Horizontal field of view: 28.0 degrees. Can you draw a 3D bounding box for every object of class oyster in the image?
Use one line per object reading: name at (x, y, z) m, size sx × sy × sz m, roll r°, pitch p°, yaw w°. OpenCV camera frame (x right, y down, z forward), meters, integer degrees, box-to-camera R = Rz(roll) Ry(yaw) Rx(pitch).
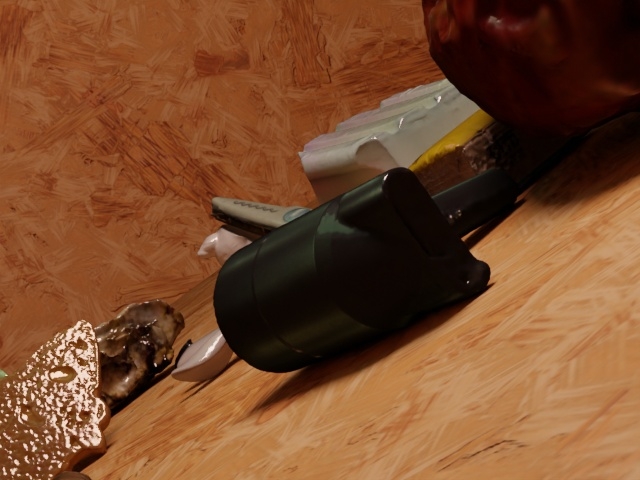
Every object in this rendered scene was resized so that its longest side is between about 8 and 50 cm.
oyster at (-0.347, 0.232, 1.726) m, size 0.396 × 0.111 × 0.204 m, roll -33°, pitch -21°, yaw -25°

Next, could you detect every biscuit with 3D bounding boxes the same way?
biscuit at (-0.309, 0.196, 1.440) m, size 0.035 × 0.163 × 0.250 m, roll 94°, pitch -166°, yaw -56°

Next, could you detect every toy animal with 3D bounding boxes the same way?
toy animal at (-0.094, 0.073, 1.426) m, size 0.127 × 0.181 × 0.131 m, roll 6°, pitch 11°, yaw 2°

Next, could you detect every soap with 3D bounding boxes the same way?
soap at (0.092, -0.105, 1.585) m, size 0.208 × 0.115 × 0.347 m, roll -32°, pitch 9°, yaw -17°

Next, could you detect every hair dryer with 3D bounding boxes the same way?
hair dryer at (0.087, -0.011, 1.045) m, size 0.302 × 0.116 × 0.244 m, roll -29°, pitch 3°, yaw -37°

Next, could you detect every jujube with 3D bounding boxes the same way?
jujube at (0.220, -0.220, 1.085) m, size 0.276 × 0.276 × 0.377 m, roll -35°, pitch 9°, yaw 4°

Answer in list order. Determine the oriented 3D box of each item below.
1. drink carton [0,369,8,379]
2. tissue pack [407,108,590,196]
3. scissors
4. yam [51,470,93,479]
drink carton at (-0.386, 0.254, 1.528) m, size 0.142 × 0.144 × 0.146 m, roll -47°, pitch 7°, yaw -20°
tissue pack at (0.176, -0.092, 1.271) m, size 0.169 × 0.082 × 0.120 m, roll -38°, pitch 4°, yaw -27°
scissors at (-0.014, -0.009, 1.306) m, size 0.289 × 0.041 × 0.138 m, roll 14°, pitch 42°, yaw 43°
yam at (-0.191, 0.214, 0.959) m, size 0.057 × 0.056 × 0.241 m, roll -36°, pitch 5°, yaw -8°
